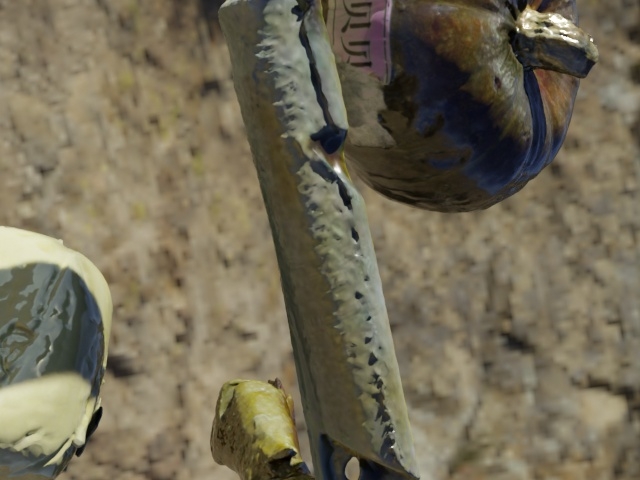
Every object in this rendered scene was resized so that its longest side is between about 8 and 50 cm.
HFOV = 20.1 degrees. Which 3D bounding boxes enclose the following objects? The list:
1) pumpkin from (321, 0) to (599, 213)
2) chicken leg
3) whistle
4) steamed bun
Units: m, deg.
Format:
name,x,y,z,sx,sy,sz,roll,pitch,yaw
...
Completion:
name,x,y,z,sx,sy,sz,roll,pitch,yaw
pumpkin,0.106,-0.143,1.283,0.260,0.189,0.260,-20,114,-54
chicken leg,-0.033,0.268,1.679,0.152,0.201,0.429,19,26,-27
whistle,0.000,0.000,1.127,0.057,0.068,0.326,-39,119,-81
steamed bun,-0.291,0.111,1.308,0.166,0.273,0.232,88,2,-46
